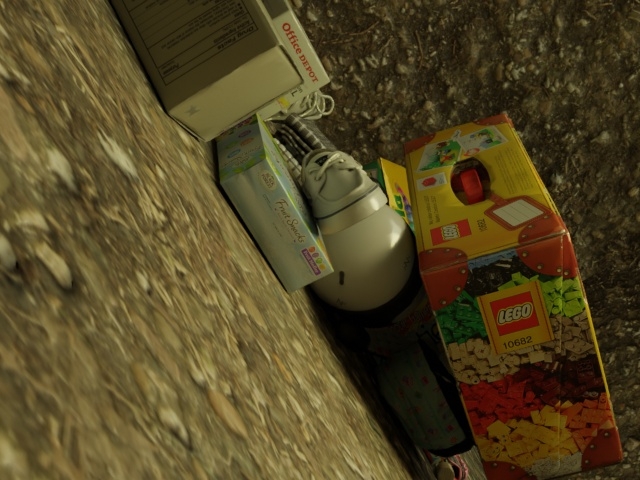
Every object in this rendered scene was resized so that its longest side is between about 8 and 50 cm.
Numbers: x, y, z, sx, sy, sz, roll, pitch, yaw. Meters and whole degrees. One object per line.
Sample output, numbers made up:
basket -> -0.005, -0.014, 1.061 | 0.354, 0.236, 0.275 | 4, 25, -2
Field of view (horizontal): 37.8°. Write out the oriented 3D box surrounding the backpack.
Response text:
backpack -> 0.167, 0.251, 1.498 | 0.182, 0.115, 0.152 | 59, -1, -32

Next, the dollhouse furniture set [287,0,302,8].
dollhouse furniture set -> -0.170, -0.449, 1.584 | 0.286, 0.198, 0.303 | 63, 6, 27

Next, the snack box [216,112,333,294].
snack box -> -0.062, -0.055, 1.188 | 0.174, 0.070, 0.207 | 60, 7, -26

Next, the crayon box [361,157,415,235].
crayon box -> 0.202, 0.027, 2.076 | 0.313, 0.106, 0.363 | 14, 62, -57

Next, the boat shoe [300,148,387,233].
boat shoe -> 0.014, -0.072, 1.210 | 0.084, 0.095, 0.258 | 60, -6, -14

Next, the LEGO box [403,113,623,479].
LEGO box -> 0.277, 0.069, 1.435 | 0.500, 0.193, 0.372 | -85, 157, -66

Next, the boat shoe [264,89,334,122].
boat shoe -> -0.051, -0.290, 1.854 | 0.367, 0.156, 0.136 | 16, 78, -78

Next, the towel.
towel -> 0.012, -0.126, 1.794 | 0.235, 0.121, 0.283 | 48, 4, 4

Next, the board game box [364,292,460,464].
board game box -> 0.196, 0.239, 1.691 | 0.275, 0.142, 0.144 | 61, 5, 3

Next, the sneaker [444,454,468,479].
sneaker -> 0.243, 0.412, 1.791 | 0.119, 0.047, 0.057 | 60, 16, 8

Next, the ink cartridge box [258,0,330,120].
ink cartridge box -> -0.094, -0.233, 1.256 | 0.127, 0.175, 0.072 | 56, 6, -38

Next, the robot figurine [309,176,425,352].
robot figurine -> 0.067, 0.037, 1.401 | 0.209, 0.173, 0.278 | 59, 4, 19

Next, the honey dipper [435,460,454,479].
honey dipper -> 0.216, 0.397, 1.664 | 0.030, 0.030, 0.161 | 61, 2, 0

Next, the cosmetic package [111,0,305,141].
cosmetic package -> -0.156, -0.286, 1.092 | 0.296, 0.153, 0.129 | 63, 7, 15

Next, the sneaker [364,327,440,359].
sneaker -> 0.124, 0.192, 1.572 | 0.158, 0.065, 0.061 | 17, 46, -22
